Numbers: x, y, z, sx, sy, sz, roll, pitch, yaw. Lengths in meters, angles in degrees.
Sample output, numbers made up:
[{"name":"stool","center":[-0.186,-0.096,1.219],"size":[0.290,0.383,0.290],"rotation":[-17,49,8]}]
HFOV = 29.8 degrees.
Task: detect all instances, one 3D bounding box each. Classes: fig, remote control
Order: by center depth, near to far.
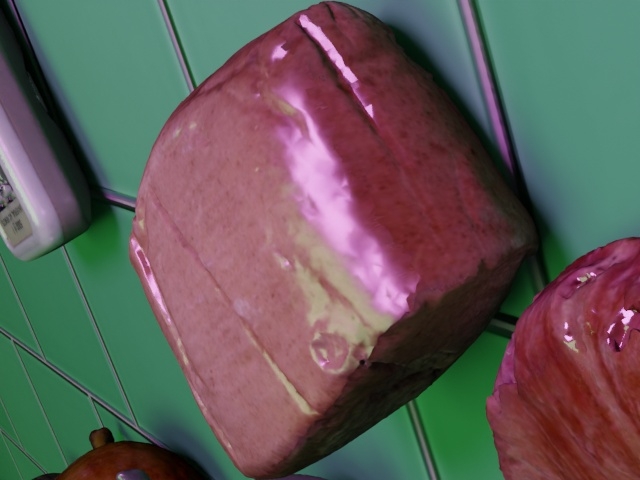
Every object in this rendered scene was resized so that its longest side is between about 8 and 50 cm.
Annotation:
[{"name":"remote control","center":[-0.257,-0.147,0.851],"size":[0.335,0.065,0.128],"rotation":[64,153,-4]},{"name":"fig","center":[-0.166,0.226,0.993],"size":[0.274,0.145,0.170],"rotation":[-143,34,-67]}]

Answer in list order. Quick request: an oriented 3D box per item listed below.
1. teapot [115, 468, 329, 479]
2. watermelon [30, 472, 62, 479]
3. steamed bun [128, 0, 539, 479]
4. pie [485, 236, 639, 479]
[{"name":"teapot","center":[-0.006,0.195,0.645],"size":[0.239,0.162,0.149],"rotation":[19,124,23]},{"name":"watermelon","center":[-0.295,0.317,1.351],"size":[0.133,0.105,0.105],"rotation":[3,118,56]},{"name":"steamed bun","center":[0.000,0.000,0.471],"size":[0.145,0.106,0.175],"rotation":[60,142,18]},{"name":"pie","center":[0.135,0.098,0.360],"size":[0.219,0.054,0.204],"rotation":[56,155,12]}]
